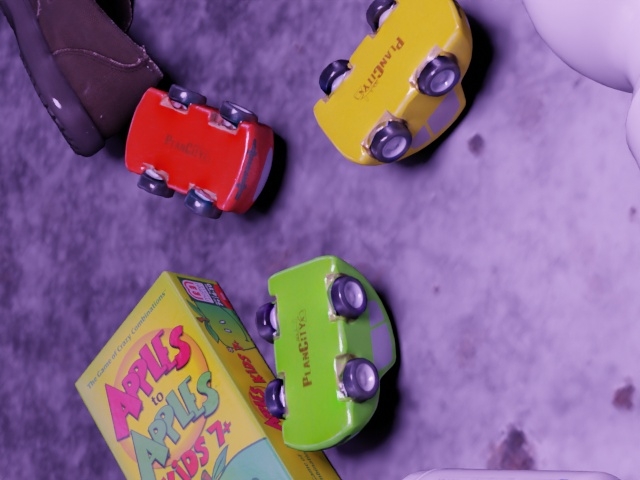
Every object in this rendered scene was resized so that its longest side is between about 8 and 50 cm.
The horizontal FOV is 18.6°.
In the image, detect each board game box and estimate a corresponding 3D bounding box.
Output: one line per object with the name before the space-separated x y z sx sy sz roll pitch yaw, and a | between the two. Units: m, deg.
board game box | -0.057 0.113 1.046 0.092 0.043 0.181 -51 53 22

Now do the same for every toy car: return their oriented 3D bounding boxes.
toy car | 0.000 0.000 1.013 0.239 0.053 0.225 -20 69 38

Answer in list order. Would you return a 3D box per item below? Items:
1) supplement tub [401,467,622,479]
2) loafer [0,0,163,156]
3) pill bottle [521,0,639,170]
supplement tub | 0.088 0.139 0.892 0.107 0.071 0.071 -5 78 42
loafer | -0.150 -0.144 1.175 0.078 0.080 0.220 -27 58 -2
pill bottle | 0.159 -0.190 0.805 0.210 0.210 0.363 -34 60 32
